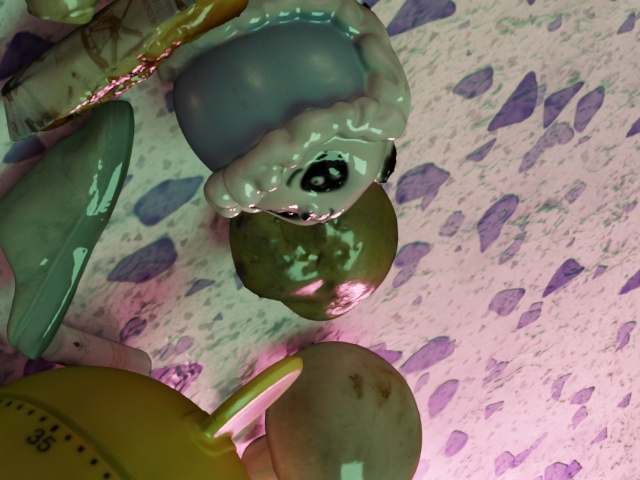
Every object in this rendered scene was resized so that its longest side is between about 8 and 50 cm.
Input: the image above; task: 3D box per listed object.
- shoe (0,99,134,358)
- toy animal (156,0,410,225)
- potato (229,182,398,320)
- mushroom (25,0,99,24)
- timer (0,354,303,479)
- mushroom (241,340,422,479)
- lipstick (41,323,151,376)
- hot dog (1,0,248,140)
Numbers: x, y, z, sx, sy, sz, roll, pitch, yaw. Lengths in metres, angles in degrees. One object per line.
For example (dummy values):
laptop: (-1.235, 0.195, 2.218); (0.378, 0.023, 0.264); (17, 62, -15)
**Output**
shoe: (-0.239, -0.018, 1.758); (0.100, 0.103, 0.251); (20, 105, -7)
toy animal: (-0.042, -0.110, 1.723); (0.156, 0.204, 0.208); (-11, 167, -37)
potato: (-0.002, -0.004, 1.981); (0.154, 0.137, 0.200); (-20, 154, 22)
mushroom: (-0.201, -0.274, 1.491); (0.099, 0.096, 0.278); (-25, 149, -21)
timer: (-0.189, 0.270, 1.908); (0.387, 0.376, 0.376); (-32, 147, -35)
mushroom: (0.001, 0.221, 2.224); (0.215, 0.207, 0.207); (-22, 165, 40)
lipstick: (-0.223, 0.113, 1.962); (0.040, 0.040, 0.141); (-50, 146, 11)
hot dog: (-0.159, -0.159, 1.616); (0.253, 0.069, 0.131); (-31, -171, 24)
